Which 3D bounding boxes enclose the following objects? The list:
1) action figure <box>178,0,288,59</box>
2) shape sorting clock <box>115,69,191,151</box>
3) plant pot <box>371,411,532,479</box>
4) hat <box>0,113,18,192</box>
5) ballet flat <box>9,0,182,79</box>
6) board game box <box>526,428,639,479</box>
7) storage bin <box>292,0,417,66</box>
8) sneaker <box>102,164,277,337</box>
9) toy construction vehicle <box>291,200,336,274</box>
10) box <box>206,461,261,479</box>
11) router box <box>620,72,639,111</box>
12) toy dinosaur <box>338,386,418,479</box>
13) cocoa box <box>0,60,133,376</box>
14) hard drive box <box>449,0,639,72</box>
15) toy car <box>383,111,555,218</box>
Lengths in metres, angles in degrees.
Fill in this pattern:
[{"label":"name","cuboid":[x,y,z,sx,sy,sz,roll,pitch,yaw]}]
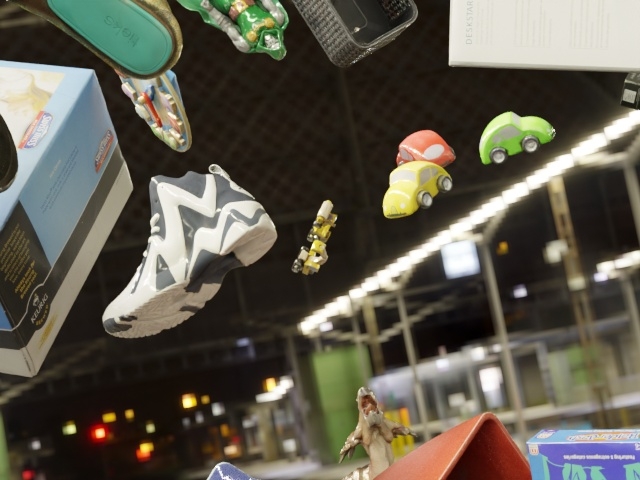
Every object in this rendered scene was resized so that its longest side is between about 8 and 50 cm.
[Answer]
[{"label":"action figure","cuboid":[-0.118,-0.325,1.926,0.137,0.232,0.063,-41,-17,2]},{"label":"shape sorting clock","cuboid":[-0.264,-0.226,2.244,0.040,0.206,0.206,-37,3,-22]},{"label":"plant pot","cuboid":[0.117,0.390,1.601,0.236,0.267,0.267,-23,18,45]},{"label":"hat","cuboid":[-0.478,-0.164,1.566,0.134,0.331,0.331,-31,-11,9]},{"label":"ballet flat","cuboid":[-0.300,-0.309,1.616,0.348,0.123,0.123,37,-26,-16]},{"label":"board game box","cuboid":[0.303,0.296,1.459,0.160,0.210,0.047,-7,8,34]},{"label":"storage bin","cuboid":[0.038,-0.355,2.076,0.122,0.180,0.084,-33,1,-26]},{"label":"sneaker","cuboid":[-0.181,0.000,1.732,0.235,0.153,0.094,-40,-31,12]},{"label":"toy construction vehicle","cuboid":[0.000,0.000,1.812,0.035,0.086,0.098,26,-28,0]},{"label":"box","cuboid":[-0.023,0.297,1.217,0.225,0.136,0.036,29,-12,14]},{"label":"router box","cuboid":[0.418,-0.191,1.727,0.092,0.038,0.122,17,40,18]},{"label":"toy dinosaur","cuboid":[0.055,0.338,1.898,0.127,0.200,0.295,8,-46,-33]},{"label":"cocoa box","cuboid":[-0.426,-0.040,1.868,0.231,0.347,0.228,7,-41,17]},{"label":"hard drive box","cuboid":[0.245,-0.252,1.376,0.232,0.181,0.089,6,11,27]},{"label":"toy car","cuboid":[0.186,-0.117,1.854,0.225,0.053,0.239,-20,17,16]}]
